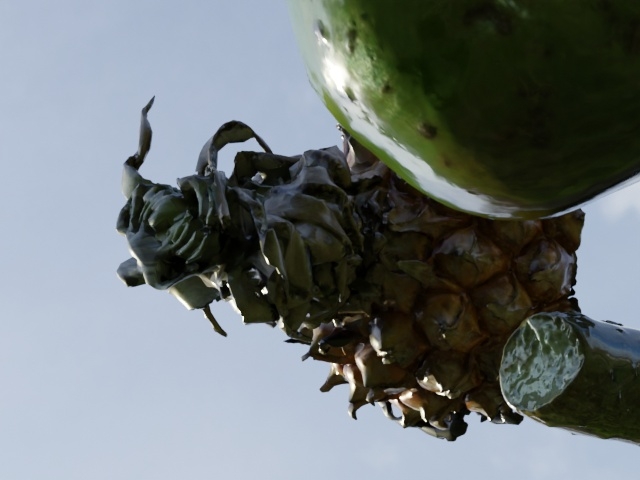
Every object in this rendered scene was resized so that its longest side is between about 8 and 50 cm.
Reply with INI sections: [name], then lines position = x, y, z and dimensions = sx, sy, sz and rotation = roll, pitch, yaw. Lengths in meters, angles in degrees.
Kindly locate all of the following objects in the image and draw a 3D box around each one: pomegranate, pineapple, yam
[pomegranate]
position = 0.091, -0.129, 0.831
dimensions = 0.236, 0.302, 0.236
rotation = -1, -85, -9
[pineapple]
position = 0.000, 0.000, 1.065
dimensions = 0.271, 0.262, 0.262
rotation = 8, -51, -45
[yam]
position = 0.264, 0.107, 1.039
dimensions = 0.371, 0.083, 0.083
rotation = 11, -54, -37
